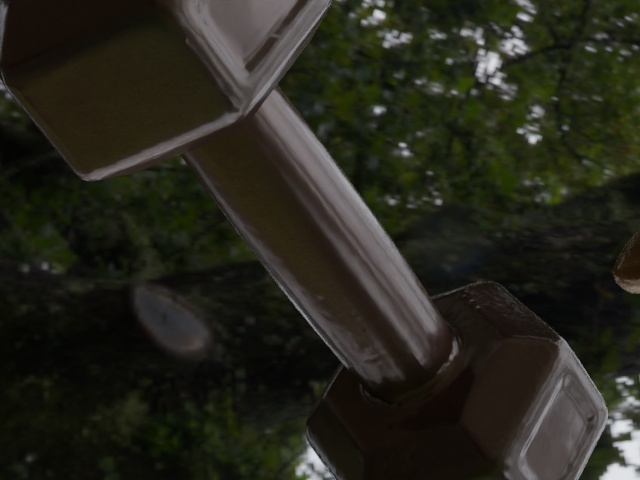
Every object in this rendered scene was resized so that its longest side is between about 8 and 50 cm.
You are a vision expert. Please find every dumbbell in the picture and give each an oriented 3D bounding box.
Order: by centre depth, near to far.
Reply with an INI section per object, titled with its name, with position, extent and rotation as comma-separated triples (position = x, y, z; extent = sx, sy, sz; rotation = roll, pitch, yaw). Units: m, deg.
[dumbbell]
position = 0.000, 0.000, 0.424
extent = 0.082, 0.231, 0.092
rotation = 4, -131, 46

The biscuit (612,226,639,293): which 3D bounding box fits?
[biscuit]
position = 0.289, -0.042, 0.929
extent = 0.250, 0.035, 0.162
rotation = -36, -151, 16
